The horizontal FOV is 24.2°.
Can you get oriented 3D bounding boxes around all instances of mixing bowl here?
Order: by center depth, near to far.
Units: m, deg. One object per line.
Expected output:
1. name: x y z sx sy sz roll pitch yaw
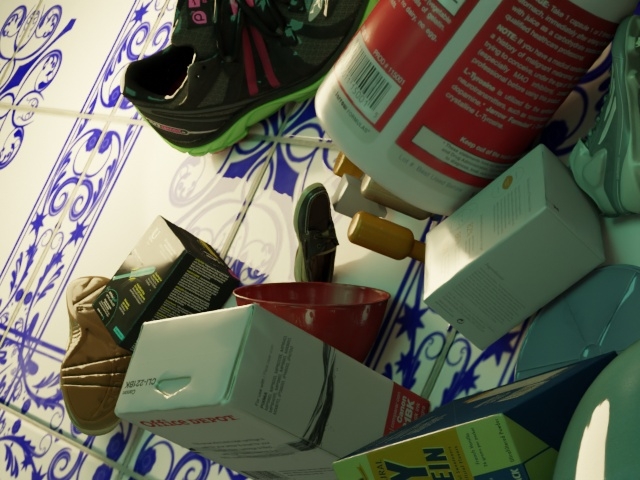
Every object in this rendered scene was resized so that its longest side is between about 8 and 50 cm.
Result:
1. mixing bowl: -0.011 0.107 1.720 0.181 0.181 0.098 8 99 53

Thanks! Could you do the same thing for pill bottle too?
1. pill bottle: 0.192 -0.243 1.606 0.407 0.229 0.229 -53 34 24

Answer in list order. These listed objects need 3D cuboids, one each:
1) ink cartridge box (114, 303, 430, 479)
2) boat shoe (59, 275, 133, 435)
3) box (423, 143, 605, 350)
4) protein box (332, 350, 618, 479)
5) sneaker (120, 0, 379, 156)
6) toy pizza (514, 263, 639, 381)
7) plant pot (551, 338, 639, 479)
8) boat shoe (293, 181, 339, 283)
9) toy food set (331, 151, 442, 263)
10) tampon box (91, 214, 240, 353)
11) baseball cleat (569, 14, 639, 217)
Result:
1. ink cartridge box: -0.050 0.179 1.598 0.197 0.273 0.114 -12 56 46
2. boat shoe: -0.312 0.173 2.096 0.285 0.105 0.089 -97 12 -48
3. box: 0.198 0.007 1.551 0.170 0.091 0.130 -39 22 27
4. protein box: 0.163 0.210 1.343 0.201 0.200 0.136 -24 86 41
5. sneaker: -0.093 -0.287 2.057 0.483 0.202 0.185 -37 41 29
6. toy pizza: 0.272 0.118 1.457 0.201 0.032 0.201 -32 43 35
7. plant pot: 0.311 0.199 1.144 0.293 0.293 0.235 -34 27 31
8. boat shoe: 0.000 0.000 1.819 0.056 0.152 0.049 -26 44 -29
9. toy food set: 0.087 -0.062 1.792 0.111 0.105 0.232 -64 15 17
10. tampon box: -0.209 0.072 2.023 0.161 0.101 0.120 -53 36 7
11. baseball cleat: 0.300 -0.126 1.532 0.109 0.072 0.205 -12 72 45
